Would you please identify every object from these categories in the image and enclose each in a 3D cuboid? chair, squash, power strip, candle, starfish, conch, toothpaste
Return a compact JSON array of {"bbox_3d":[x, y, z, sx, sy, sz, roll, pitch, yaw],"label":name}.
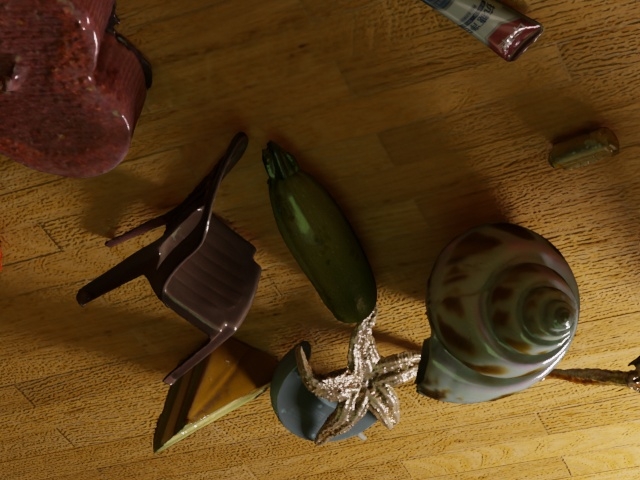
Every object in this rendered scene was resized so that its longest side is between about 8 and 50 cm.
[{"bbox_3d":[-0.147,0.021,1.839,0.183,0.175,0.326,38,137,-19],"label":"chair"},{"bbox_3d":[0.000,0.000,1.855,0.094,0.094,0.341,-10,135,18],"label":"squash"},{"bbox_3d":[0.011,0.240,2.122,0.216,0.044,0.137,35,108,-33],"label":"power strip"},{"bbox_3d":[-0.359,-0.208,1.644,0.287,0.131,0.317,2,137,10],"label":"candle"},{"bbox_3d":[0.468,0.132,1.789,0.398,0.132,0.384,-23,-179,-18],"label":"starfish"},{"bbox_3d":[0.221,0.102,1.812,0.197,0.249,0.368,25,176,10],"label":"conch"},{"bbox_3d":[0.067,0.200,2.060,0.236,0.062,0.277,4,119,-25],"label":"starfish"},{"bbox_3d":[0.139,-0.271,1.571,0.239,0.039,0.062,27,128,-24],"label":"toothpaste"}]

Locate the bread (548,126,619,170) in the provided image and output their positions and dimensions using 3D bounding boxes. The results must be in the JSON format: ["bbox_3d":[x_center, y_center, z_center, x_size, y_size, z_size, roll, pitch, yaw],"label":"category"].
[{"bbox_3d":[0.318,-0.111,1.729,0.088,0.033,0.049,-19,147,32],"label":"bread"}]

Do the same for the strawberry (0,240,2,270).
[{"bbox_3d":[-0.518,-0.003,1.940,0.188,0.082,0.121,29,115,-11],"label":"strawberry"}]

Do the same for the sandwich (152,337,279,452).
[{"bbox_3d":[-0.145,0.248,2.089,0.144,0.187,0.117,31,134,-17],"label":"sandwich"}]
